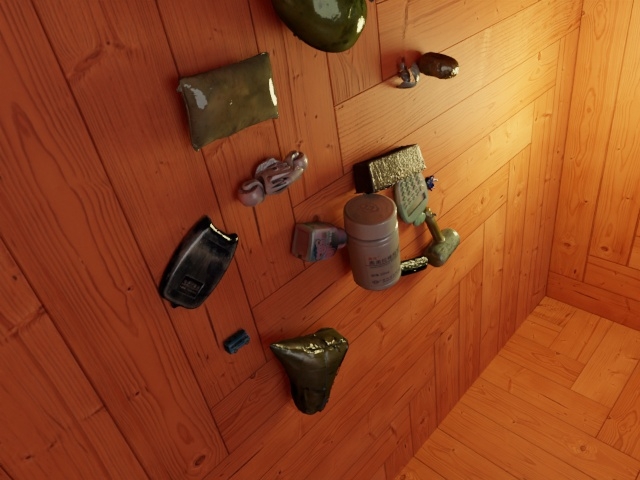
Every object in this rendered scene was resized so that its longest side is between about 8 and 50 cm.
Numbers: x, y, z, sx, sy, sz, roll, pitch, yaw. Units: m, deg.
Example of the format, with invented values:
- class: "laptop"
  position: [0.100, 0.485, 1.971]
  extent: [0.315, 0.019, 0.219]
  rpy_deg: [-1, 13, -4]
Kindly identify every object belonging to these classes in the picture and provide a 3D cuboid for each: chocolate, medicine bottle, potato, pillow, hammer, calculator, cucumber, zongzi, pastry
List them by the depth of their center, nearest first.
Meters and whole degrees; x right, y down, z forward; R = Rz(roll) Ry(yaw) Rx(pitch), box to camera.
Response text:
- class: "pillow"
  position: [-0.229, -0.359, 1.282]
  extent: [0.302, 0.074, 0.185]
  rpy_deg: [-34, 132, -37]
- class: "potato"
  position: [-0.001, -0.621, 1.309]
  extent: [0.304, 0.215, 0.216]
  rpy_deg: [27, 87, -52]
- class: "calculator"
  position: [-0.339, 0.073, 1.396]
  extent: [0.177, 0.040, 0.268]
  rpy_deg: [35, 85, -47]
- class: "medicine bottle"
  position: [0.000, 0.000, 1.687]
  extent: [0.187, 0.094, 0.119]
  rpy_deg: [-8, 113, -46]
- class: "zongzi"
  position: [-0.083, 0.481, 1.771]
  extent: [0.360, 0.159, 0.323]
  rpy_deg: [5, 103, -49]
- class: "medicine bottle"
  position: [0.190, 0.006, 1.807]
  extent: [0.190, 0.189, 0.332]
  rpy_deg: [-41, 139, -28]
- class: "chocolate"
  position: [0.248, -0.266, 1.824]
  extent: [0.321, 0.111, 0.112]
  rpy_deg: [-27, 110, -36]
- class: "pastry"
  position: [0.432, -0.639, 1.827]
  extent: [0.153, 0.153, 0.081]
  rpy_deg: [-14, 126, -44]
- class: "calculator"
  position: [0.377, -0.177, 2.065]
  extent: [0.184, 0.042, 0.295]
  rpy_deg: [-46, 133, -24]
- class: "cucumber"
  position: [0.364, 0.117, 2.170]
  extent: [0.300, 0.072, 0.072]
  rpy_deg: [-10, 115, -43]
- class: "hammer"
  position: [0.523, -0.037, 2.260]
  extent: [0.202, 0.113, 0.306]
  rpy_deg: [-49, 129, -25]

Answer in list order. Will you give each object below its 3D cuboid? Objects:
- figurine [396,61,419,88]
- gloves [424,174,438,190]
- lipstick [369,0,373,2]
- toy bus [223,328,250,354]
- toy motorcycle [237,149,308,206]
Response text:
- class: "figurine"
  position: [0.314, -0.590, 1.786]
  extent: [0.094, 0.082, 0.086]
  rpy_deg: [-26, 112, -69]
- class: "gloves"
  position: [0.479, -0.251, 2.154]
  extent: [0.086, 0.026, 0.064]
  rpy_deg: [30, 83, -50]
- class: "lipstick"
  position: [0.072, -0.734, 1.267]
  extent: [0.068, 0.318, 0.066]
  rpy_deg: [-40, 147, 27]
- class: "toy bus"
  position: [-0.266, 0.321, 1.588]
  extent: [0.083, 0.038, 0.046]
  rpy_deg: [-34, 127, -34]
- class: "toy motorcycle"
  position: [-0.127, -0.179, 1.452]
  extent: [0.254, 0.112, 0.113]
  rpy_deg: [-40, 133, -27]
